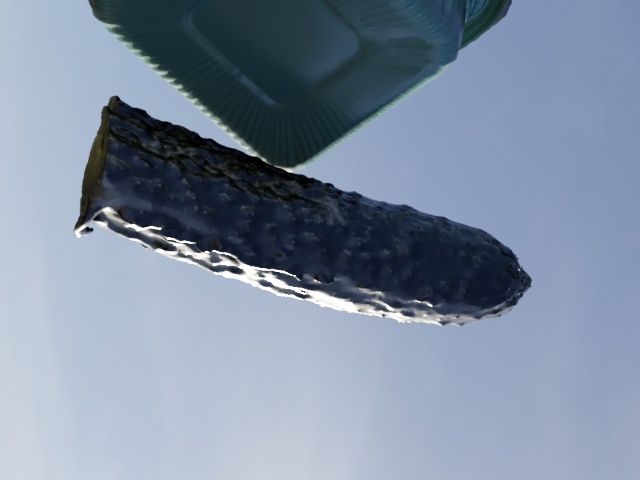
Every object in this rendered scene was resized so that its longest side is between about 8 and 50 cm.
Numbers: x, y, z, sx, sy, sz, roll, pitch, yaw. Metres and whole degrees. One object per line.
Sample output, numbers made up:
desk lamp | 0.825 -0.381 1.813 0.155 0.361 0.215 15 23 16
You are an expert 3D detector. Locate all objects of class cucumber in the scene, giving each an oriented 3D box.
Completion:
cucumber | -0.002 0.001 0.541 0.067 0.245 0.067 -33 -133 45

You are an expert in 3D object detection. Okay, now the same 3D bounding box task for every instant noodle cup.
instant noodle cup | -0.018 -0.111 0.526 0.157 0.179 0.070 -34 -146 26
